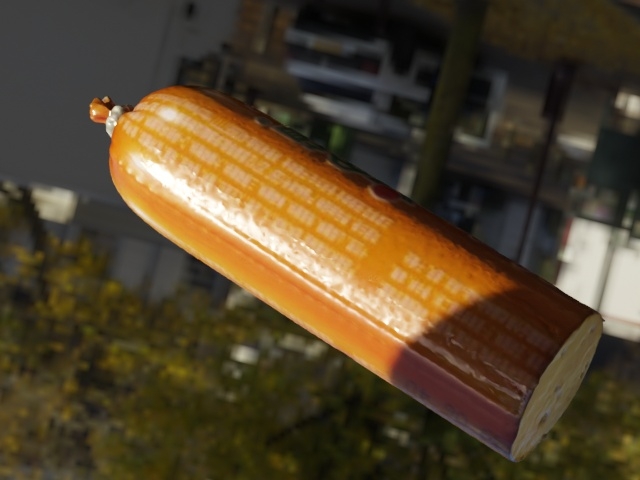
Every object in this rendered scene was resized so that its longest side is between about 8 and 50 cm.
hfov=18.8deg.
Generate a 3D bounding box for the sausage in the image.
[{"bbox_3d":[0.000,0.000,1.053,0.312,0.093,0.093,32,-175,19],"label":"sausage"}]
